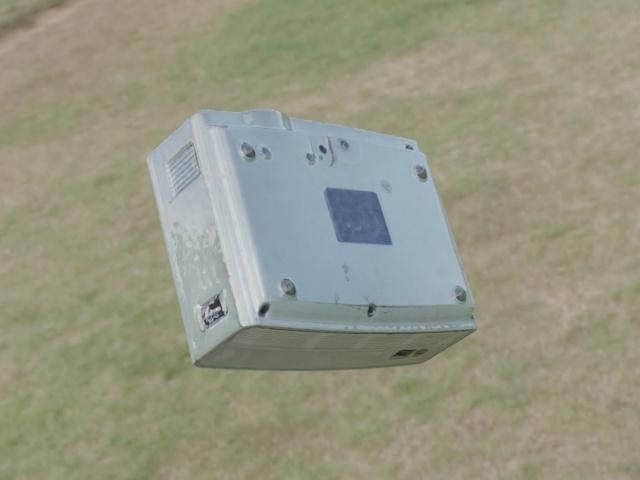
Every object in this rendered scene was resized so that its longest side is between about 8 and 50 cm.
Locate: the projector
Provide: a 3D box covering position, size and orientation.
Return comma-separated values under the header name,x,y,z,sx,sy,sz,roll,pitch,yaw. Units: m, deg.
name,x,y,z,sx,sy,sz,roll,pitch,yaw
projector,0.000,0.000,0.648,0.147,0.115,0.061,4,-30,-41
